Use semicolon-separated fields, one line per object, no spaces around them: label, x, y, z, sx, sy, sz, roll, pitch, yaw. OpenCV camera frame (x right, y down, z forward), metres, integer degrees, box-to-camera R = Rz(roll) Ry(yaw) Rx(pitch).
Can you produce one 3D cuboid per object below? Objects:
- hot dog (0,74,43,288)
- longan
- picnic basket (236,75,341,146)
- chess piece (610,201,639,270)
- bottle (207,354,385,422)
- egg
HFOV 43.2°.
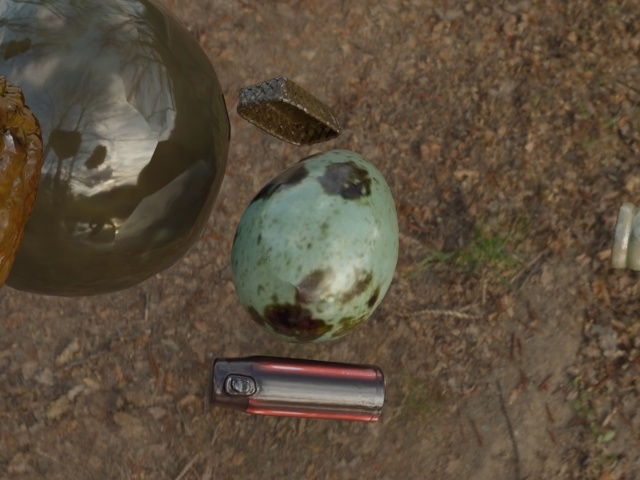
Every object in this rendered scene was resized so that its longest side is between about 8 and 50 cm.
hot dog;-0.250;-0.041;0.424;0.196;0.122;0.272;7;29;-19
longan;-0.301;-0.123;0.996;0.404;0.404;0.336;25;18;7
picnic basket;-0.050;-0.216;1.358;0.110;0.193;0.055;-11;70;30
chess piece;0.488;0.003;1.096;0.170;0.094;0.094;9;50;27
bottle;-0.024;0.137;0.754;0.164;0.060;0.060;8;54;-18
egg;0.000;0.000;0.844;0.169;0.169;0.231;22;55;5
